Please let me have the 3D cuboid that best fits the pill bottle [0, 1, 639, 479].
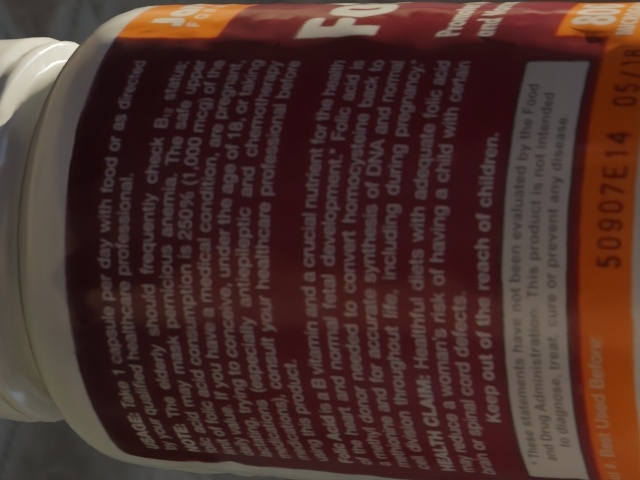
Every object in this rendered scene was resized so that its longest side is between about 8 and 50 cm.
[{"bbox_3d":[0.000,0.000,0.907,0.224,0.392,0.224,2,90,-70],"label":"pill bottle"}]
